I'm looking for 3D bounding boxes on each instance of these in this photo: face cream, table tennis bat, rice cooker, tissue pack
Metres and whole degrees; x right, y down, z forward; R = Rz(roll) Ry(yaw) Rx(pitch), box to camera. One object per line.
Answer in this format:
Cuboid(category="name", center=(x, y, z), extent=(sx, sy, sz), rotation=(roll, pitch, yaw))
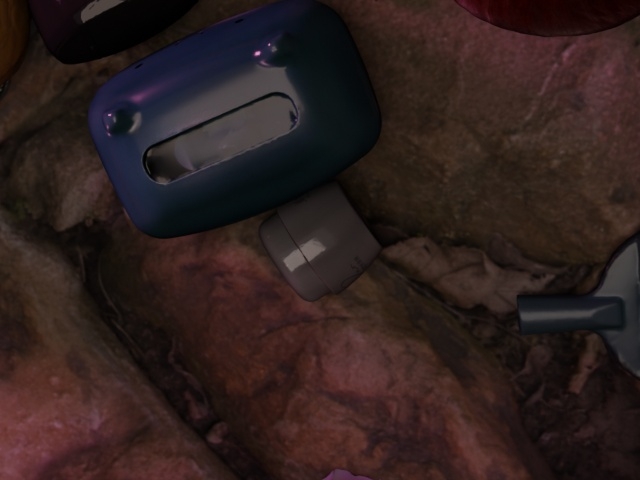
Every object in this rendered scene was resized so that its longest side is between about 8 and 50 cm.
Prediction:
Cuboid(category="face cream", center=(0.000, 0.000, 1.738), extent=(0.104, 0.117, 0.117), rotation=(-34, 98, 5))
Cuboid(category="table tennis bat", center=(0.377, 0.072, 1.755), extent=(0.329, 0.044, 0.215), rotation=(-3, 103, 5))
Cuboid(category="rice cooker", center=(-0.206, -0.266, 1.678), extent=(0.203, 0.142, 0.118), rotation=(-34, 81, -7))
Cuboid(category="tissue pack", center=(-0.089, -0.122, 1.669), extent=(0.287, 0.206, 0.198), rotation=(-21, 96, 12))

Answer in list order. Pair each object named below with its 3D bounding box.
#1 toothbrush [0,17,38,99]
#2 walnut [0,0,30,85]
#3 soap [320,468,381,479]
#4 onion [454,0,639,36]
Cuboid(category="toothbrush", center=(-0.272, -0.281, 1.745), extent=(0.028, 0.037, 0.375), rotation=(35, 102, -6))
Cuboid(category="walnut", center=(-0.380, -0.247, 1.695), extent=(0.159, 0.159, 0.206), rotation=(-23, 84, 11))
Cuboid(category="soap", center=(0.017, 0.336, 1.849), extent=(0.100, 0.056, 0.149), rotation=(18, 105, -1))
Cuboid(category="onion", center=(0.222, -0.366, 1.543), extent=(0.348, 0.285, 0.347), rotation=(3, 100, 16))
